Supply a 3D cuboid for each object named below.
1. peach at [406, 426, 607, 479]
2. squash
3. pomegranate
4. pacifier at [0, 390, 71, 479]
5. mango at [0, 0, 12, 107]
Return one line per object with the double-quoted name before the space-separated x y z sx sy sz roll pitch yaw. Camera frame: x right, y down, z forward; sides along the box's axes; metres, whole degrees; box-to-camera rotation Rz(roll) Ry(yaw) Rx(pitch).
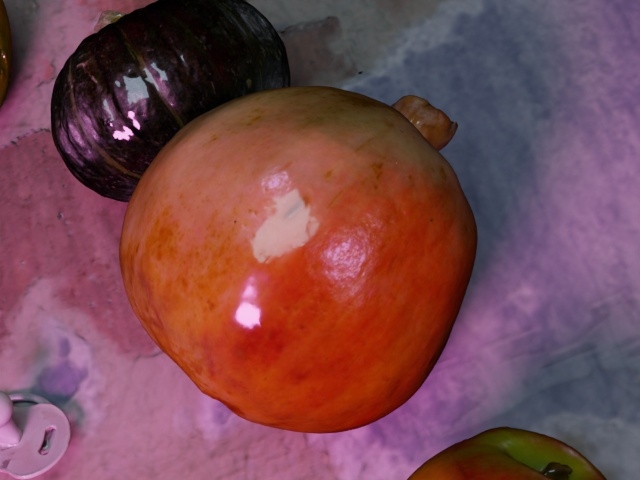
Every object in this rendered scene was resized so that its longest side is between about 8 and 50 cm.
"peach" 0.121 0.231 0.856 0.197 0.197 0.197 -3 70 8
"squash" -0.117 -0.114 1.014 0.193 0.193 0.155 -12 89 5
"pomegranate" 0.000 0.000 0.922 0.270 0.252 0.229 -49 50 -8
"pacifier" -0.243 0.140 1.000 0.099 0.078 0.081 0 49 10
"mango" -0.334 -0.124 1.088 0.125 0.111 0.232 19 78 2
